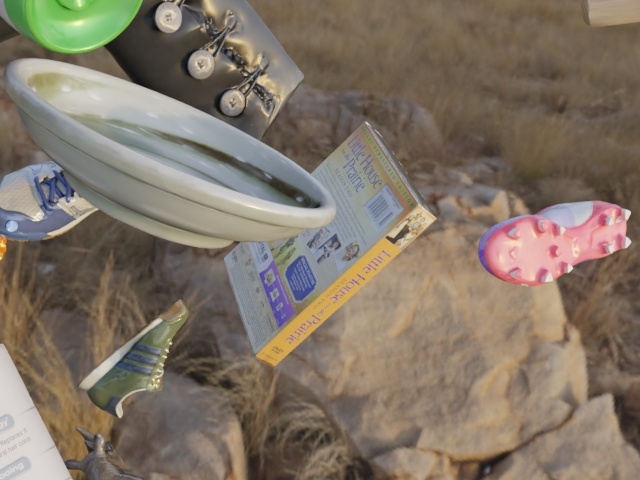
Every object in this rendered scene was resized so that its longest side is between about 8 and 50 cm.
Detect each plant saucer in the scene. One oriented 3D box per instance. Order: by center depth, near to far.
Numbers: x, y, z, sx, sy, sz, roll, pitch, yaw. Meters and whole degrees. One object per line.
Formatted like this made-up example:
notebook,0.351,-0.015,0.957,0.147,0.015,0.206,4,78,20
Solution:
plant saucer,-0.178,-0.083,1.029,0.400,0.100,0.400,24,13,-6

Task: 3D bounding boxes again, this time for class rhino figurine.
rhino figurine,-0.210,0.300,0.995,0.243,0.073,0.106,50,3,23

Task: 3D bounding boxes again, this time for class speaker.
speaker,-0.273,-0.286,0.765,0.131,0.131,0.296,-13,51,-45

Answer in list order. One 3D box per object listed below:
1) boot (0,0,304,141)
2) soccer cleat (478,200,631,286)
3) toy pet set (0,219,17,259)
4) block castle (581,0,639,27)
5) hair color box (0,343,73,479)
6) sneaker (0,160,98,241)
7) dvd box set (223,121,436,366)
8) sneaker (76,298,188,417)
boot,-0.261,-0.242,1.190,0.146,0.367,0.445,43,-5,42
soccer cleat,0.262,-0.001,1.046,0.248,0.083,0.095,-13,13,-35
toy pet set,-0.462,0.001,1.102,0.122,0.114,0.065,29,-7,-41
block castle,0.333,-0.433,0.792,0.213,0.453,0.303,-7,62,11
hair color box,-0.347,0.320,0.928,0.185,0.374,0.114,-27,2,-42
sneaker,-0.327,-0.090,1.245,0.296,0.131,0.112,-22,79,-38
dvd box set,0.000,0.000,1.712,0.062,0.420,0.307,36,17,-37
sneaker,-0.248,0.175,1.276,0.086,0.192,0.064,50,-1,-3
